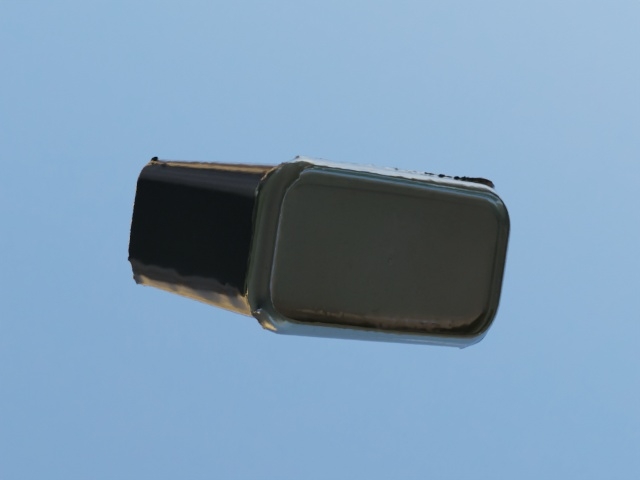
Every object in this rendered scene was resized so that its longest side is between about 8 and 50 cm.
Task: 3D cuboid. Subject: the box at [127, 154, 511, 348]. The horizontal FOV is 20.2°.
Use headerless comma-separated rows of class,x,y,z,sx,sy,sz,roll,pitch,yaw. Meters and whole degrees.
box,0.000,0.000,1.403,0.274,0.178,0.138,8,-89,-45
